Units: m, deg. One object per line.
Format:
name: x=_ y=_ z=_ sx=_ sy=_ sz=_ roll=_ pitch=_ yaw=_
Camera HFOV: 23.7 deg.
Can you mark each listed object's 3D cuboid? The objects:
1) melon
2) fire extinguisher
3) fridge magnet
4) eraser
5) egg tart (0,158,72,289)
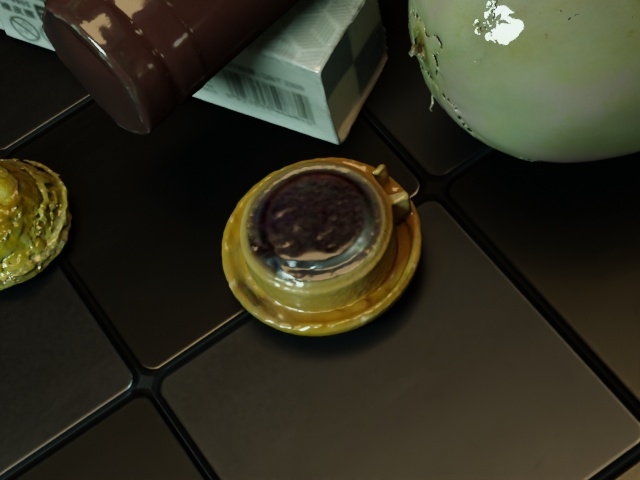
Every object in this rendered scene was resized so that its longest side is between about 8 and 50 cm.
melon: x=0.208 y=-0.174 z=1.034 sx=0.317 sy=0.223 sz=0.223 roll=-22 pitch=56 yaw=-3
fire extinguisher: x=-0.043 y=-0.230 z=1.069 sx=0.337 sy=0.114 sz=0.135 roll=-43 pitch=93 yaw=-16
fridge magnet: x=0.000 y=0.000 z=1.067 sx=0.143 sy=0.063 sz=0.143 roll=-4 pitch=58 yaw=6
eraser: x=-0.145 y=-0.192 z=1.201 sx=0.403 sy=0.098 sz=0.096 roll=21 pitch=64 yaw=23
egg tart: x=-0.249 y=-0.016 z=1.142 sx=0.130 sy=0.052 sz=0.130 roll=-5 pitch=56 yaw=7
